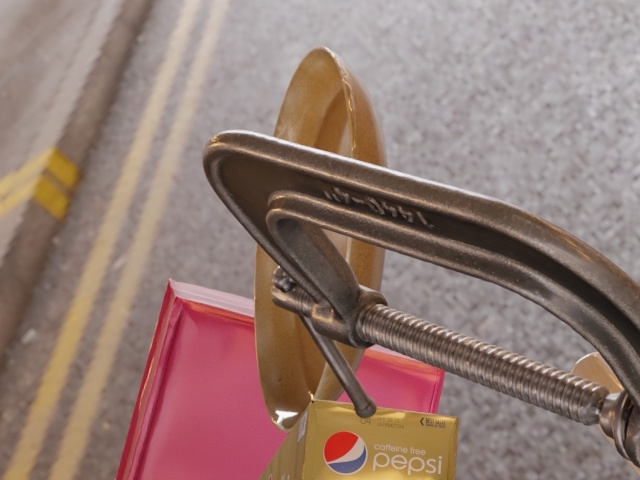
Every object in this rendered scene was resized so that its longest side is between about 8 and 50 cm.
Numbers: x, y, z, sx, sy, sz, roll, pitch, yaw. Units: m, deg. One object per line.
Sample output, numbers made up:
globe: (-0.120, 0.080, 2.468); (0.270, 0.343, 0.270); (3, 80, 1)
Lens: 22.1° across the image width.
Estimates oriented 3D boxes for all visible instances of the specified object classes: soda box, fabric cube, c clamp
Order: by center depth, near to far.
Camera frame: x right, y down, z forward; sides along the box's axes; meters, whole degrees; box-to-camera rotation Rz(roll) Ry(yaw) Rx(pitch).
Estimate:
c clamp: (0.034, 0.019, 0.414); (0.160, 0.137, 0.022); (15, 61, 48)
soda box: (0.009, 0.118, 0.707); (0.181, 0.061, 0.058); (116, 160, -70)
fabric cube: (-0.052, 0.193, 1.585); (0.259, 0.258, 0.254); (-154, 79, -83)

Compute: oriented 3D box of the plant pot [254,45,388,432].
plant pot: (0.000, 0.000, 1.004); (0.236, 0.032, 0.236); (-175, 90, -76)

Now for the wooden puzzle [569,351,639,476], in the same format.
wooden puzzle: (0.291, 0.157, 1.035); (0.221, 0.238, 0.044); (50, 123, 37)
